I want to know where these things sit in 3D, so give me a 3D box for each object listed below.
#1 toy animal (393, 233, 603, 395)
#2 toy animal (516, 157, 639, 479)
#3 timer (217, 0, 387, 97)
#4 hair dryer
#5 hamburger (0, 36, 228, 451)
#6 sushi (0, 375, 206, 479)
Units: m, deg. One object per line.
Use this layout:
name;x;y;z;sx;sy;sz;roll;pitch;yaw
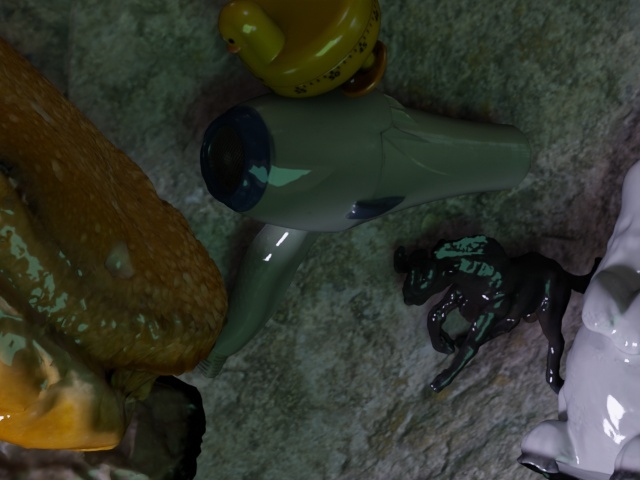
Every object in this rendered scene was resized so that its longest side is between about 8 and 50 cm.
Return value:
toy animal;0.167;0.060;1.182;0.232;0.084;0.148;4;120;-27
toy animal;0.326;0.071;1.165;0.258;0.194;0.357;30;73;-42
timer;-0.015;-0.155;0.902;0.107;0.107;0.109;-41;136;4
hair dryer;0.035;-0.022;1.058;0.296;0.119;0.298;-17;146;-22
hamburger;-0.206;-0.013;0.778;0.170;0.290;0.314;-43;131;2
sushi;-0.245;0.195;0.936;0.350;0.211;0.171;-31;159;-20
